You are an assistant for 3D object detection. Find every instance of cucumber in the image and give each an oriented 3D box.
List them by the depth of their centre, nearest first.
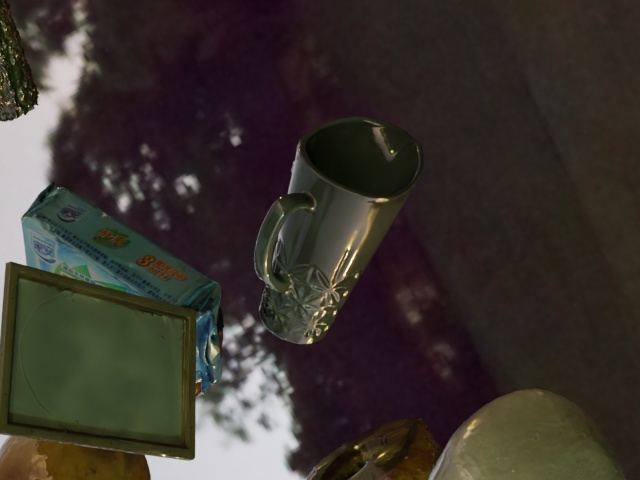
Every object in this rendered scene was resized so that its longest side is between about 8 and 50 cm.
[{"bbox_3d":[-0.507,-0.335,1.718,0.359,0.096,0.096,82,167,-47],"label":"cucumber"}]

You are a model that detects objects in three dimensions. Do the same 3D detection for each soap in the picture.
[{"bbox_3d":[-0.226,0.055,1.325,0.293,0.077,0.156,30,143,17],"label":"soap"}]

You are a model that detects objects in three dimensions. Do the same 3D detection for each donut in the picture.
[{"bbox_3d":[0.089,0.446,2.089,0.160,0.330,0.330,62,-176,-16],"label":"donut"}]

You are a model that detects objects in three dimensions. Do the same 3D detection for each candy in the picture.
[{"bbox_3d":[0.221,0.291,1.213,0.185,0.295,0.295,9,146,39],"label":"candy"}]

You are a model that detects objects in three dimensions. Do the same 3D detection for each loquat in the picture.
[{"bbox_3d":[-0.321,0.322,1.496,0.208,0.208,0.208,60,-176,-7],"label":"loquat"}]

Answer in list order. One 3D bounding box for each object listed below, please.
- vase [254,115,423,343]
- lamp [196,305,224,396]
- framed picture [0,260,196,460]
[{"bbox_3d":[0.000,0.000,1.541,0.251,0.300,0.156,-19,-129,-44],"label":"vase"},{"bbox_3d":[-0.240,0.135,1.732,0.226,0.227,0.227,60,-176,-7],"label":"lamp"},{"bbox_3d":[-0.179,0.104,0.962,0.201,0.010,0.135,20,-119,-46],"label":"framed picture"}]
